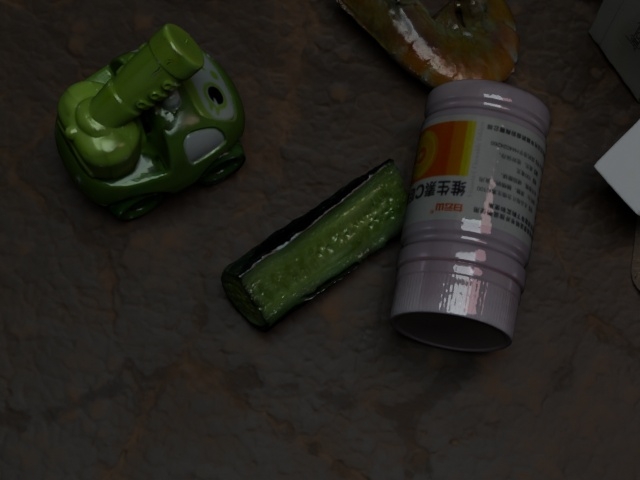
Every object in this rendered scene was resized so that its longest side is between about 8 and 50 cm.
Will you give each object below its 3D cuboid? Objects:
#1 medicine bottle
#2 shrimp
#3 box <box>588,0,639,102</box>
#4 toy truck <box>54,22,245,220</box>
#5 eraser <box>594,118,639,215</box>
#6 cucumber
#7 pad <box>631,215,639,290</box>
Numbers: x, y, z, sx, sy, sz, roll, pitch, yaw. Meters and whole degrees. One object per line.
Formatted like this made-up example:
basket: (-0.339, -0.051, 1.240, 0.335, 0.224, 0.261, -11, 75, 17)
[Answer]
medicine bottle: (0.150, -0.024, 1.656, 0.133, 0.133, 0.250, 11, 72, 0)
shrimp: (0.104, -0.249, 1.768, 0.248, 0.068, 0.150, 34, 60, 2)
box: (0.427, -0.276, 1.725, 0.260, 0.194, 0.111, -27, 75, -11)
toy truck: (-0.180, -0.122, 1.640, 0.187, 0.210, 0.148, -31, 76, 6)
eraser: (0.413, -0.148, 1.659, 0.298, 0.076, 0.078, -46, 60, 17)
cucumber: (-0.001, 0.001, 1.680, 0.211, 0.062, 0.078, -37, 111, -20)
pad: (0.448, -0.025, 1.673, 0.266, 0.002, 0.176, 0, 70, 28)
